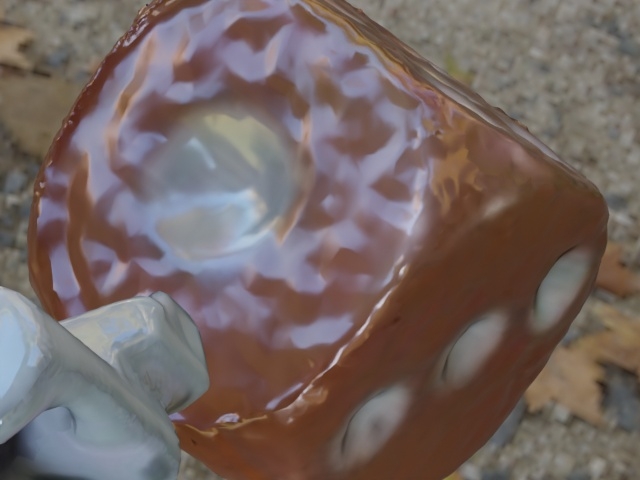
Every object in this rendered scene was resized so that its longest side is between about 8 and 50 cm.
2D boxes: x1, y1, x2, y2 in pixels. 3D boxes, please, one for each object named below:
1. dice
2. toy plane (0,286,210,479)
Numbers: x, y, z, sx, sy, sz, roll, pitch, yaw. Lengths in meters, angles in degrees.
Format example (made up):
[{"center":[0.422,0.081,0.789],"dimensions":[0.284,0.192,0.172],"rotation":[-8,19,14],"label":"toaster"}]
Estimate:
[{"center":[0.000,0.000,0.775],"dimensions":[0.175,0.174,0.179],"rotation":[39,8,27],"label":"dice"},{"center":[-0.123,0.097,0.380],"dimensions":[0.252,0.252,0.118],"rotation":[-13,53,-37],"label":"toy plane"}]
